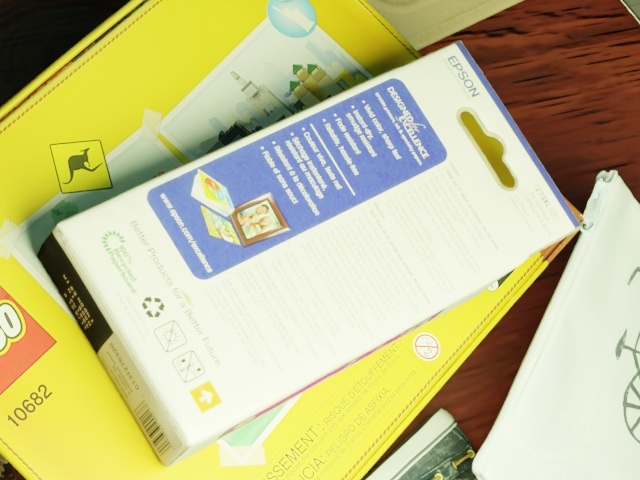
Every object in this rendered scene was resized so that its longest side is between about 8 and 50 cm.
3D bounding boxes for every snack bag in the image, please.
[{"bbox_3d":[0.268,0.165,1.565,0.342,0.037,0.323,45,57,-28],"label":"snack bag"}]

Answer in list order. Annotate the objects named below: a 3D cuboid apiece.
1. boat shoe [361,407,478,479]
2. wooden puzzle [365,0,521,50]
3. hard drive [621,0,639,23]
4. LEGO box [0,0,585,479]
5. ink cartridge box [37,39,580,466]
[{"bbox_3d":[0.068,0.216,1.511,0.083,0.065,0.183,48,57,4],"label":"boat shoe"},{"bbox_3d":[0.077,-0.347,1.716,0.348,0.080,0.322,-26,101,-26],"label":"wooden puzzle"},{"bbox_3d":[0.360,-0.348,1.833,0.237,0.064,0.339,42,52,-34],"label":"hard drive"},{"bbox_3d":[-0.097,0.034,1.445,0.372,0.193,0.500,45,58,0],"label":"LEGO box"},{"bbox_3d":[0.000,0.000,1.351,0.371,0.069,0.175,-27,80,-28],"label":"ink cartridge box"}]
